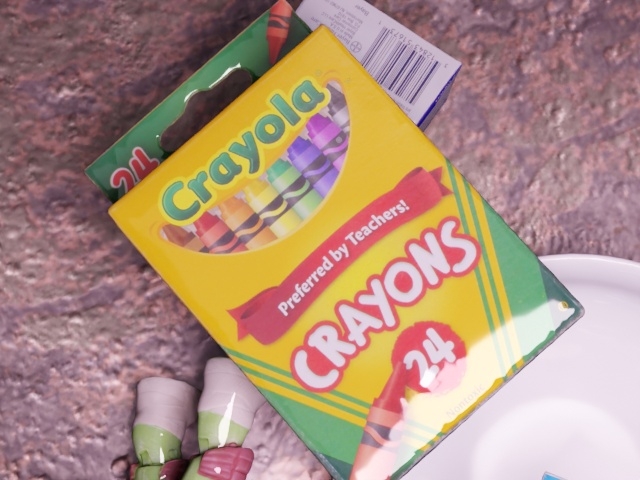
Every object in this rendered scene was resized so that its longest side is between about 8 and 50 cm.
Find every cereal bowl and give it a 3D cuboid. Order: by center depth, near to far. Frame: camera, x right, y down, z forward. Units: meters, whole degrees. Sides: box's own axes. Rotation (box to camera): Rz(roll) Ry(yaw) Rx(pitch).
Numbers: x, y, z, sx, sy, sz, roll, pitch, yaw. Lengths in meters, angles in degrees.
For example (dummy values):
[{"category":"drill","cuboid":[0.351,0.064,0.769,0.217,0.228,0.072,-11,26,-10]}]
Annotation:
[{"category":"cereal bowl","cuboid":[0.183,0.184,1.136,0.339,0.141,0.338,-1,78,7]}]

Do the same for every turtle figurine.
[{"category":"turtle figurine","cuboid":[-0.071,0.238,1.119,0.275,0.198,0.266,11,65,-3]}]

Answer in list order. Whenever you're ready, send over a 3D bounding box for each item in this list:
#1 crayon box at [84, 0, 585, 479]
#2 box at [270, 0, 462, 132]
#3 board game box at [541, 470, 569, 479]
[{"category":"crayon box","cuboid":[0.000,0.000,1.067,0.202,0.081,0.318,-42,82,-2]},{"category":"box","cuboid":[0.032,-0.128,1.193,0.126,0.137,0.072,34,84,4]},{"category":"board game box","cuboid":[0.187,0.327,0.947,0.224,0.097,0.303,19,67,14]}]
